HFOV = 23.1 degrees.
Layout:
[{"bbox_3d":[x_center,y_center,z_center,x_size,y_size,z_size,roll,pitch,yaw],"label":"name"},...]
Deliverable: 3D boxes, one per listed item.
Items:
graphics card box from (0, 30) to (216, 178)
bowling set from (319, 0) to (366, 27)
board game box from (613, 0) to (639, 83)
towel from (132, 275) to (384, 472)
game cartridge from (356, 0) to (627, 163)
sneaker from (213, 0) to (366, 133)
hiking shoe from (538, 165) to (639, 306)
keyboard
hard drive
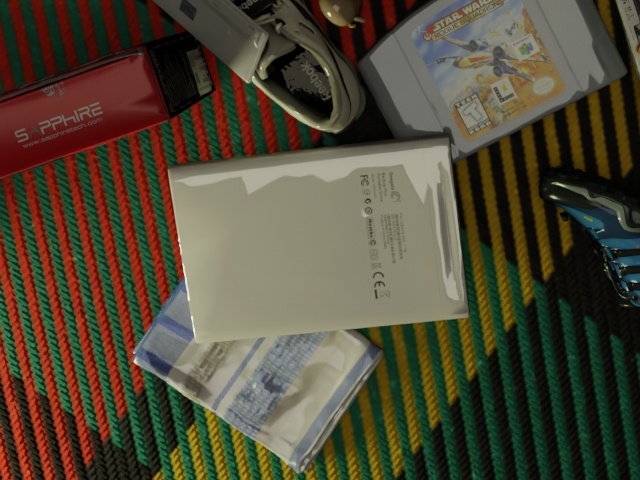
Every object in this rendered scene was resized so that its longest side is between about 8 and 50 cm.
[{"bbox_3d":[-0.265,-0.163,1.836,0.232,0.371,0.094,-19,100,7],"label":"graphics card box"},{"bbox_3d":[-0.006,-0.412,1.875,0.287,0.154,0.200,40,102,-5],"label":"bowling set"},{"bbox_3d":[0.486,-0.198,1.885,0.193,0.053,0.305,-17,79,7],"label":"board game box"},{"bbox_3d":[-0.083,0.153,2.062,0.285,0.034,0.209,34,101,-3],"label":"towel"},{"bbox_3d":[0.207,-0.227,1.952,0.297,0.062,0.198,-27,103,9],"label":"game cartridge"},{"bbox_3d":[-0.070,-0.264,1.918,0.330,0.146,0.122,44,103,-3],"label":"sneaker"},{"bbox_3d":[0.394,0.019,1.958,0.304,0.113,0.132,30,102,-2],"label":"hiking shoe"},{"bbox_3d":[-0.157,-0.291,1.908,0.256,0.014,0.072,43,132,27],"label":"keyboard"},{"bbox_3d":[0.000,0.000,1.975,0.353,0.047,0.233,-6,104,7],"label":"hard drive"}]
